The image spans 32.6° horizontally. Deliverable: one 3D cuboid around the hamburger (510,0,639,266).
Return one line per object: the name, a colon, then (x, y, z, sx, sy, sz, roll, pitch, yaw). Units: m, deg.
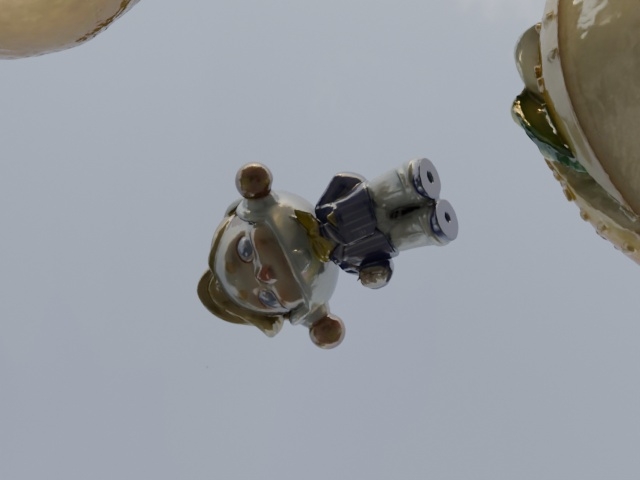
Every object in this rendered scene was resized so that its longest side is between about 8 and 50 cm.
hamburger: (0.213, -0.072, 0.564, 0.237, 0.147, 0.236, 12, -120, -22)

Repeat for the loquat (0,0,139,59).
loquat: (-0.168, -0.198, 0.531, 0.238, 0.238, 0.193, 30, -71, -2)

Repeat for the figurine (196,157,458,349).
figurine: (-0.002, -0.010, 1.086, 0.194, 0.133, 0.274, 45, -59, 0)
